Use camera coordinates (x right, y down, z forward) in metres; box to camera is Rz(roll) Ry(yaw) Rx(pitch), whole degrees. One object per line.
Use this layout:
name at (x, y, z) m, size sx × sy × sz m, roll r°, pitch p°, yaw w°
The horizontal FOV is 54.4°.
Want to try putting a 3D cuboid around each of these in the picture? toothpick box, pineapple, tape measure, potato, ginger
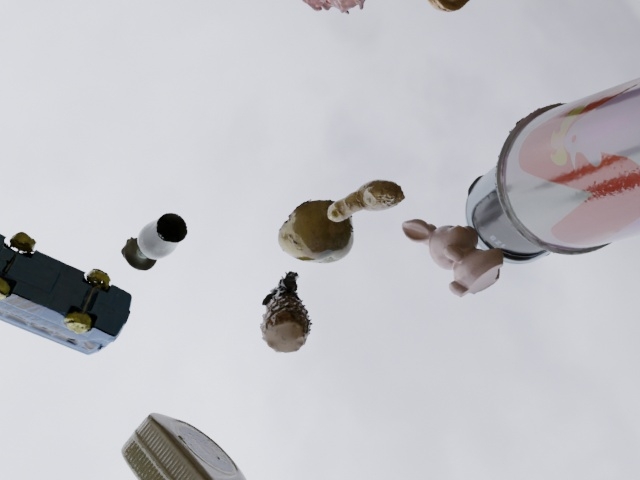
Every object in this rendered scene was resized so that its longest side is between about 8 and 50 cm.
toothpick box at (0.487, -0.109, 1.330) m, size 0.263 × 0.354 × 0.262 m, roll 2°, pitch -105°, yaw -8°
pineapple at (-0.097, 0.189, 1.815) m, size 0.141 × 0.170 × 0.310 m, roll 17°, pitch -156°, yaw -11°
tape measure at (-0.238, 0.471, 1.199) m, size 0.271 × 0.133 × 0.231 m, roll 31°, pitch 170°, yaw 36°
potato at (0.000, 0.000, 1.603) m, size 0.202 × 0.182 × 0.117 m, roll -3°, pitch -144°, yaw -14°
ginger at (0.094, -0.087, 1.294) m, size 0.067 × 0.165 × 0.096 m, roll 69°, pitch -156°, yaw -13°

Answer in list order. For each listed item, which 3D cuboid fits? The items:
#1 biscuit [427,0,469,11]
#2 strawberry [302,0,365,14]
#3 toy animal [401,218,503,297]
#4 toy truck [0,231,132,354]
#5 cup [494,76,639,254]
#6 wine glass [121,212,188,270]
biscuit at (0.229, -0.548, 1.079) m, size 0.202 × 0.044 × 0.288 m, roll 8°, pitch -88°, yaw -45°
strawberry at (0.028, -0.332, 0.664) m, size 0.087 × 0.167 × 0.208 m, roll 31°, pitch -175°, yaw -26°
toy animal at (0.260, 0.006, 1.235) m, size 0.124 × 0.124 × 0.212 m, roll -10°, pitch -132°, yaw -44°
toy truck at (-0.633, 0.120, 1.417) m, size 0.385 × 0.162 × 0.161 m, roll 28°, pitch -136°, yaw -21°
cup at (0.330, -0.088, 0.653) m, size 0.203 × 0.288 × 0.202 m, roll 0°, pitch -93°, yaw -6°
wine glass at (-0.429, 0.001, 1.617) m, size 0.103 × 0.222 × 0.103 m, roll 17°, pitch -120°, yaw -33°
